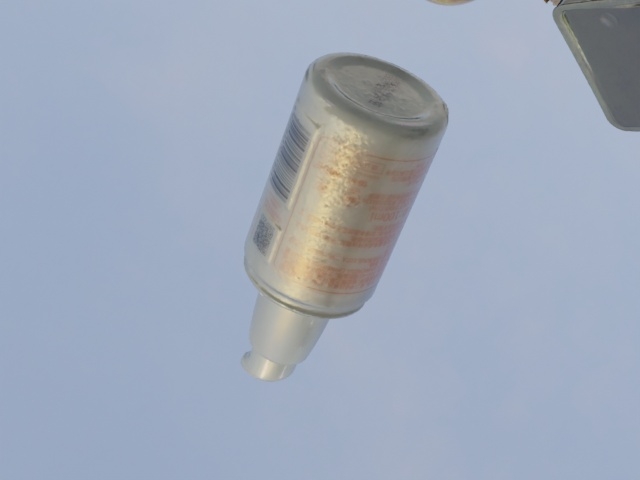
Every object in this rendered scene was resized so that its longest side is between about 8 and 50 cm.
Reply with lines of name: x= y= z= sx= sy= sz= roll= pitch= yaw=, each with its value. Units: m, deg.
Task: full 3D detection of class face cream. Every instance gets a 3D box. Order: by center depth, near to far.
face cream: x=0.000 y=0.000 z=0.932 sx=0.101 sy=0.251 sz=0.101 roll=15 pitch=-147 yaw=-10

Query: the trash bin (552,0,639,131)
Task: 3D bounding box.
trash bin: x=0.348 y=-0.246 z=1.286 sx=0.164 sy=0.122 sz=0.240 roll=52 pitch=-121 yaw=-33

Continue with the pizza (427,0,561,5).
pizza: x=0.171 y=-0.297 z=1.502 sx=0.204 sy=0.188 sz=0.080 roll=23 pitch=-101 yaw=-37
